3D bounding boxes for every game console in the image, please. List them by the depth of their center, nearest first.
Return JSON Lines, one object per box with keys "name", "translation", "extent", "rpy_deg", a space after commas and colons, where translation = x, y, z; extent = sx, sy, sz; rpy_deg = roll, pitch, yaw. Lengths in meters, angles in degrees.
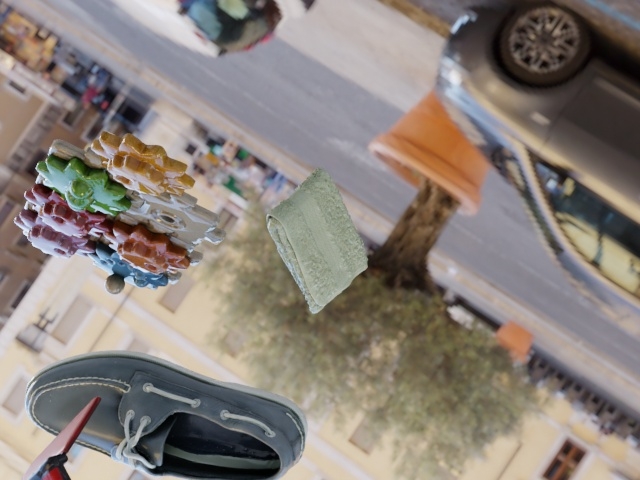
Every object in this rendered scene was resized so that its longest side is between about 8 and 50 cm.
{"name": "game console", "translation": [-0.228, 0.230, 0.957], "extent": [0.085, 0.144, 0.124], "rpy_deg": [-15, -113, -49]}

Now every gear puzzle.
{"name": "gear puzzle", "translation": [-0.181, -0.016, 0.979], "extent": [0.175, 0.044, 0.339], "rpy_deg": [26, 156, -14]}

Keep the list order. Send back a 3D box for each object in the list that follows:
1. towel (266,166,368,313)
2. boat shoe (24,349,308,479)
{"name": "towel", "translation": [0.000, 0.000, 1.252], "extent": [0.027, 0.110, 0.148], "rpy_deg": [8, 134, 45]}
{"name": "boat shoe", "translation": [-0.174, 0.199, 1.177], "extent": [0.319, 0.116, 0.099], "rpy_deg": [10, -163, 2]}
